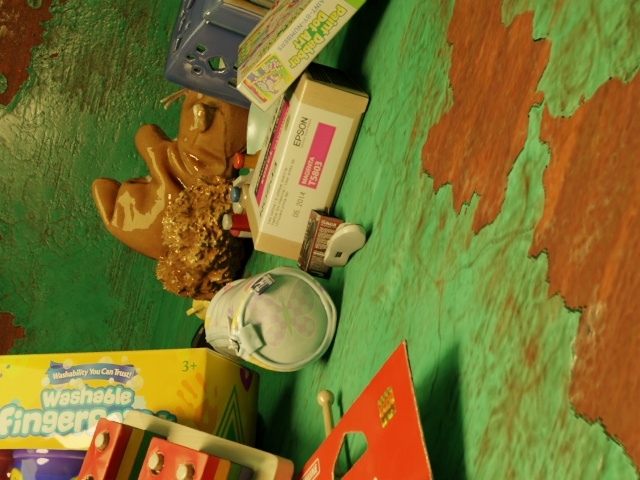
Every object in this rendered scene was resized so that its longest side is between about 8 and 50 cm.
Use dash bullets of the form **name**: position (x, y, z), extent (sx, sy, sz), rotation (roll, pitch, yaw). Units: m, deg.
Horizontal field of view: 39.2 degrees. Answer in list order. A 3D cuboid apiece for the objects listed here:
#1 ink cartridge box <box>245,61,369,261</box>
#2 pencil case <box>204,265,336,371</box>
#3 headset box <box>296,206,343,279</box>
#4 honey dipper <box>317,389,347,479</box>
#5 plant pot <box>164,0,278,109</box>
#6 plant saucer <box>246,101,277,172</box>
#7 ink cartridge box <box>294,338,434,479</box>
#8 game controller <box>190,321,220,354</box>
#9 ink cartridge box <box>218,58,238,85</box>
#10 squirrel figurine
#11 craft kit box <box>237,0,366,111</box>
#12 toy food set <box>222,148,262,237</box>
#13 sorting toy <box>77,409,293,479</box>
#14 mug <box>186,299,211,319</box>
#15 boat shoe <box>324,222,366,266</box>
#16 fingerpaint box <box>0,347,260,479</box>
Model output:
- **ink cartridge box**: position (-0.025, -0.113, 1.207), extent (0.193, 0.088, 0.235), rotation (-112, 39, -70)
- **pencil case**: position (-0.069, 0.099, 1.103), extent (0.124, 0.113, 0.273), rotation (-42, 6, -13)
- **headset box**: position (0.000, 0.000, 1.106), extent (0.062, 0.032, 0.083), rotation (-138, 62, -75)
- **honey dipper**: position (0.010, 0.199, 0.863), extent (0.161, 0.030, 0.030), rotation (-101, 28, -58)
- **plant pot**: position (-0.119, -0.388, 1.575), extent (0.212, 0.236, 0.236), rotation (136, 146, -55)
- **plant saucer**: position (-0.077, -0.179, 1.525), extent (0.195, 0.037, 0.195), rotation (180, 90, -66)
- **ink cartridge box**: position (0.011, 0.242, 0.683), extent (0.275, 0.060, 0.239), rotation (119, 149, -48)
- **game controller**: position (-0.231, 0.283, 1.735), extent (0.166, 0.067, 0.319), rotation (-56, 20, 17)
- **ink cartridge box**: position (-0.147, -0.369, 1.895), extent (0.198, 0.114, 0.273), rotation (121, 158, -49)
- **squirrel figurine**: position (-0.216, -0.100, 1.721), extent (0.370, 0.281, 0.397), rotation (-50, 46, 32)
- **craft kit box**: position (-0.014, -0.309, 1.204), extent (0.250, 0.061, 0.247), rotation (-46, 22, 14)
- **toy food set**: position (-0.116, -0.066, 1.431), extent (0.232, 0.104, 0.111), rotation (153, 117, -63)
- **sorting toy**: position (-0.177, 0.303, 0.871), extent (0.257, 0.089, 0.255), rotation (3, 70, 46)
- **mug**: position (-0.224, 0.132, 1.820), extent (0.078, 0.062, 0.064), rotation (-58, 14, -27)
- **boat shoe**: position (0.027, -0.003, 1.001), extent (0.100, 0.035, 0.035), rotation (117, 160, -64)
- **fingerpaint box**: position (-0.318, 0.333, 1.110), extent (0.163, 0.444, 0.371), rotation (43, -133, -61)
